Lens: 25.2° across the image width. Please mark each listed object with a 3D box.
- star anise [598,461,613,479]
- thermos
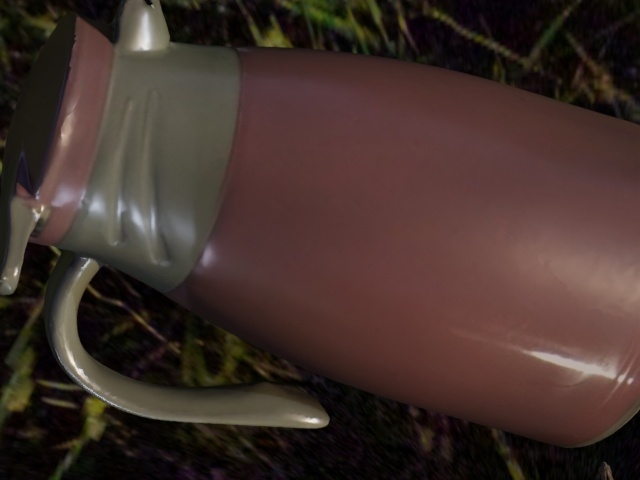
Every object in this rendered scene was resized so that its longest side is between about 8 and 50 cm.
[{"bbox_3d":[0.328,0.315,1.603,0.141,0.042,0.141,0,83,-4],"label":"star anise"},{"bbox_3d":[0.000,0.000,0.587,0.265,0.146,0.176,14,103,-20],"label":"thermos"}]
